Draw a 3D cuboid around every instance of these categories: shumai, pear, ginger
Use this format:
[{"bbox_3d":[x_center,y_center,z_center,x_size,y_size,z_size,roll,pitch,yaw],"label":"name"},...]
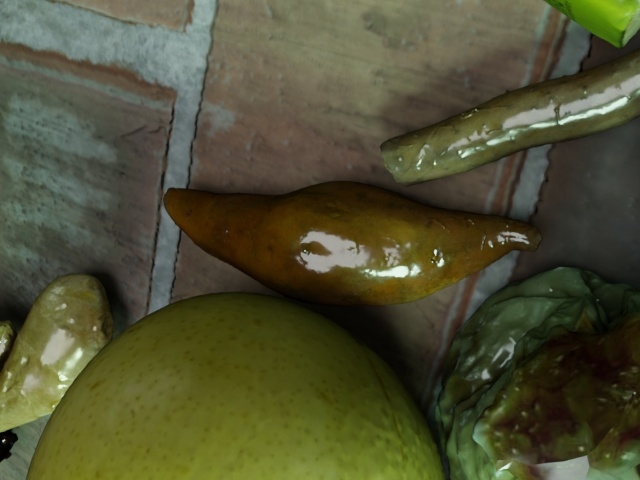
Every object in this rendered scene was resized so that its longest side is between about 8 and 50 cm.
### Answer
[{"bbox_3d":[0.184,0.163,0.429,0.225,0.222,0.260,-20,98,26],"label":"shumai"},{"bbox_3d":[-0.066,0.218,0.498,0.349,0.348,0.348,7,106,24],"label":"pear"},{"bbox_3d":[-0.434,0.184,0.741,0.363,0.122,0.347,11,79,15],"label":"ginger"}]

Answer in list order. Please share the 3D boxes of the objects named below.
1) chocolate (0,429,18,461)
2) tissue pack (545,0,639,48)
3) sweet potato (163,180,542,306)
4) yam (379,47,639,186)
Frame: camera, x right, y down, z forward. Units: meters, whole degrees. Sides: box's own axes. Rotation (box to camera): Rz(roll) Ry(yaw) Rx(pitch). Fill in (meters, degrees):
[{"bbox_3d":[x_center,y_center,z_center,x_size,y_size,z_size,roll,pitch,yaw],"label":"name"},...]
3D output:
[{"bbox_3d":[-0.495,0.274,0.847,0.133,0.156,0.156,-2,103,6],"label":"chocolate"},{"bbox_3d":[0.123,-0.262,0.357,0.275,0.200,0.167,41,118,12],"label":"tissue pack"},{"bbox_3d":[0.005,0.002,0.536,0.360,0.112,0.112,1,103,22],"label":"sweet potato"},{"bbox_3d":[0.160,-0.095,0.467,0.241,0.057,0.056,-16,96,30],"label":"yam"}]
